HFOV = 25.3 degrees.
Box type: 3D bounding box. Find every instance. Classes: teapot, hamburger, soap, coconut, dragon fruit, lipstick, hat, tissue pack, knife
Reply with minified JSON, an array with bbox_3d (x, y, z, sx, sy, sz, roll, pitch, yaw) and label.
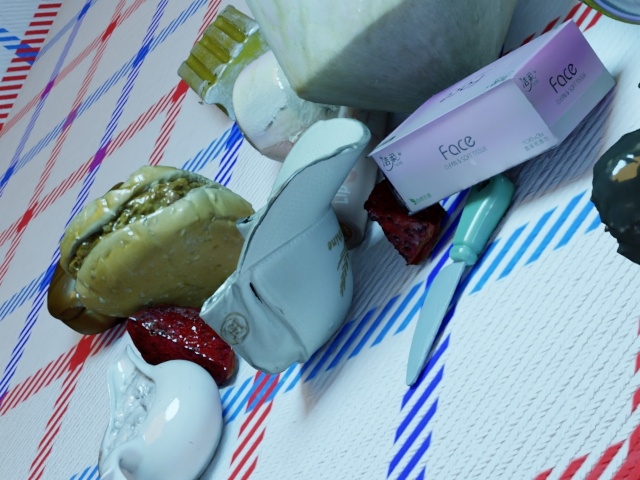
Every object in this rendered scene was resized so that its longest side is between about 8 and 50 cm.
[{"bbox_3d":[-0.217,0.250,1.842,0.204,0.139,0.298,-47,24,13],"label":"teapot"},{"bbox_3d":[-0.208,0.016,1.978,0.259,0.283,0.145,-43,66,24],"label":"hamburger"},{"bbox_3d":[-0.164,-0.323,2.571,0.173,0.089,0.274,-54,23,5],"label":"soap"},{"bbox_3d":[-0.051,-0.193,2.088,0.183,0.171,0.171,-35,30,34],"label":"coconut"},{"bbox_3d":[-0.182,0.144,1.952,0.106,0.162,0.083,100,-165,-51],"label":"dragon fruit"},{"bbox_3d":[0.082,-0.337,1.798,0.344,0.415,0.415,-32,28,11],"label":"coconut"},{"bbox_3d":[0.043,-0.103,1.893,0.070,0.070,0.254,-34,31,41],"label":"lipstick"},{"bbox_3d":[-0.008,0.000,1.699,0.301,0.168,0.258,-57,9,25],"label":"hat"},{"bbox_3d":[0.114,-0.041,1.685,0.063,0.097,0.131,-37,9,29],"label":"dragon fruit"},{"bbox_3d":[0.186,-0.134,1.577,0.246,0.092,0.148,-27,13,49],"label":"tissue pack"},{"bbox_3d":[0.141,0.040,1.566,0.063,0.034,0.260,6,67,63],"label":"knife"}]

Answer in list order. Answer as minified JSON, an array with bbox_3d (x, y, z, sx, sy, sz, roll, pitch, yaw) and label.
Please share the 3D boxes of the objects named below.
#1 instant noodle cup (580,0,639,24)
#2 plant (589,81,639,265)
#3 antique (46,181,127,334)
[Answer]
[{"bbox_3d":[0.314,-0.380,1.469,0.325,0.325,0.254,-49,34,16],"label":"instant noodle cup"},{"bbox_3d":[0.342,-0.077,1.172,0.256,0.164,0.142,-32,33,14],"label":"plant"},{"bbox_3d":[-0.359,0.039,2.411,0.223,0.129,0.278,-35,30,40],"label":"antique"}]
